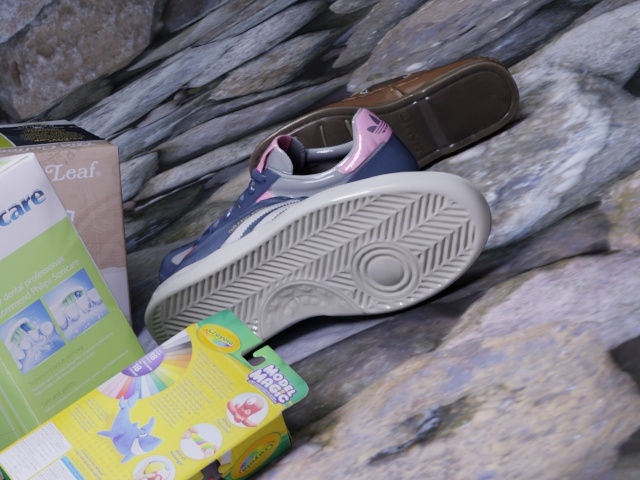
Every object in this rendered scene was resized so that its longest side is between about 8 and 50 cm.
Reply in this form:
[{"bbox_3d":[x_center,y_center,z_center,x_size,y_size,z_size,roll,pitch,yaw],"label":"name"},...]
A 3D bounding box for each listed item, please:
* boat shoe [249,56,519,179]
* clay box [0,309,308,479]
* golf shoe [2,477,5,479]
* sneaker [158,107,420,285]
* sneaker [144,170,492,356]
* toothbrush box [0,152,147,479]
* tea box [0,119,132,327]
[{"bbox_3d":[0.071,-0.118,1.704,0.307,0.110,0.104,-17,14,3],"label":"boat shoe"},{"bbox_3d":[-0.124,0.155,1.187,0.222,0.053,0.127,-32,49,-19],"label":"clay box"},{"bbox_3d":[-0.300,0.243,1.230,0.186,0.086,0.067,-31,18,-7],"label":"golf shoe"},{"bbox_3d":[-0.048,-0.040,1.587,0.319,0.131,0.112,-21,18,21],"label":"sneaker"},{"bbox_3d":[0.000,0.000,1.398,0.350,0.131,0.148,-19,23,26],"label":"sneaker"},{"bbox_3d":[-0.266,0.081,1.311,0.122,0.283,0.206,-39,19,-31],"label":"toothbrush box"},{"bbox_3d":[-0.404,-0.004,1.689,0.329,0.220,0.323,-6,10,-17],"label":"tea box"}]
